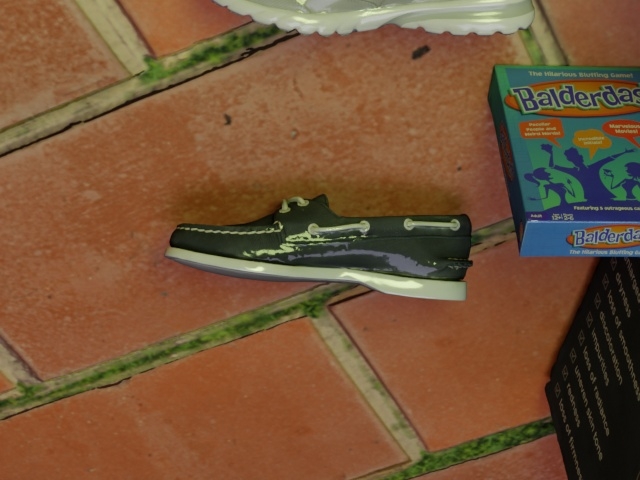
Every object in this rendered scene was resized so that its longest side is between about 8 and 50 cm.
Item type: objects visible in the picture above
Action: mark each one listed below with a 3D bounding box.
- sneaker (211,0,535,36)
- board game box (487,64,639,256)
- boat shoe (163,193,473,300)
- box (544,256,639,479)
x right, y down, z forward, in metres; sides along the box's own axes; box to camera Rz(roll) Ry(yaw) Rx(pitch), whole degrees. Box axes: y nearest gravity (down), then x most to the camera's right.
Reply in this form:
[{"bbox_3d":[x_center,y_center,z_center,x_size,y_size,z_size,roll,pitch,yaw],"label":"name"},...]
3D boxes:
[{"bbox_3d":[0.040,-0.236,1.365,0.281,0.105,0.115,0,106,-1],"label":"sneaker"},{"bbox_3d":[0.242,-0.074,1.441,0.160,0.210,0.047,0,134,-5],"label":"board game box"},{"bbox_3d":[0.000,0.000,1.585,0.302,0.091,0.114,7,178,-13],"label":"boat shoe"},{"bbox_3d":[0.445,0.172,1.515,0.297,0.480,0.472,2,136,-9],"label":"box"}]
